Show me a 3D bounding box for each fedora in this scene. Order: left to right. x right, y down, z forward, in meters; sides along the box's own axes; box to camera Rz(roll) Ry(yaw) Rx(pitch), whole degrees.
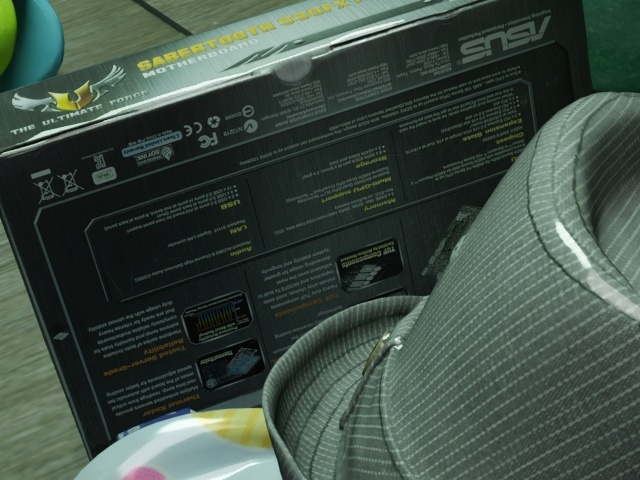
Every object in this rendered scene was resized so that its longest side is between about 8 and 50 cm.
[{"bbox_3d":[0.115,0.034,0.419,0.243,0.124,0.275,26,24,22],"label":"fedora"}]

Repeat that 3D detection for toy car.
[{"bbox_3d":[-0.252,-0.145,1.011,0.182,0.159,0.136,16,4,42],"label":"toy car"}]

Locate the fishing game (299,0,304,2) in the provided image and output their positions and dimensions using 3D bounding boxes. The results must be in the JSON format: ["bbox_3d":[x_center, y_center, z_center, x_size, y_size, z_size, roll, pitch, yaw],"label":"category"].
[{"bbox_3d":[0.085,-0.221,0.958,0.264,0.189,0.041,-28,73,-44],"label":"fishing game"}]

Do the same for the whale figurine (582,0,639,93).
[{"bbox_3d":[0.180,-0.164,0.862,0.216,0.141,0.272,28,14,1],"label":"whale figurine"}]

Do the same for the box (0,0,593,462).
[{"bbox_3d":[0.000,0.000,0.576,0.231,0.183,0.056,-19,31,-9],"label":"box"}]

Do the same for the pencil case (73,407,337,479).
[{"bbox_3d":[-0.001,0.155,0.373,0.124,0.113,0.273,-20,30,-4],"label":"pencil case"}]
